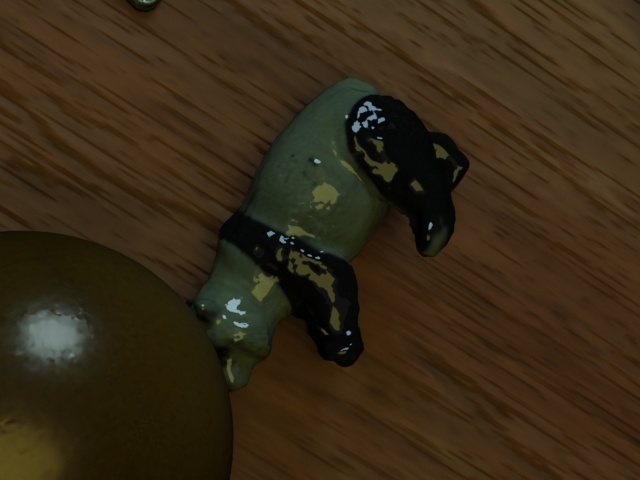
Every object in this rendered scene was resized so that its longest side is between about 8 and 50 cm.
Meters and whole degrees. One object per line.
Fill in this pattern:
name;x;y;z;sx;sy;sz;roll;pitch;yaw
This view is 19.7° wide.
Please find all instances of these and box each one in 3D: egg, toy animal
egg;-0.198;0.140;1.025;0.322;0.250;0.250;-42;99;-8
toy animal;0.000;0.000;1.162;0.121;0.094;0.225;37;81;-9

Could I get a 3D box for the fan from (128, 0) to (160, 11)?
fan;-0.193;-0.218;1.160;0.226;0.008;0.152;38;79;-10
